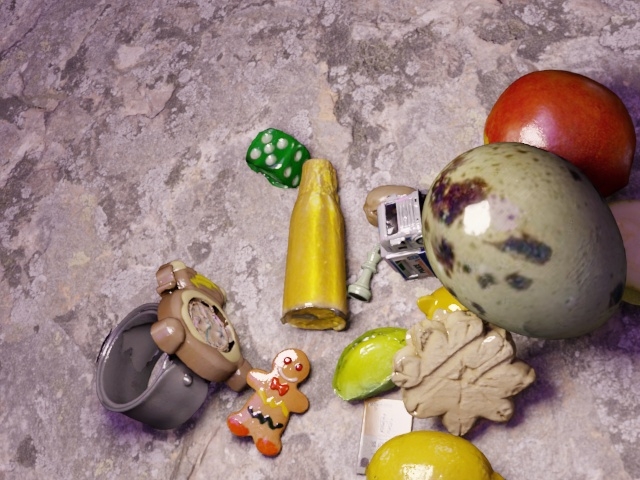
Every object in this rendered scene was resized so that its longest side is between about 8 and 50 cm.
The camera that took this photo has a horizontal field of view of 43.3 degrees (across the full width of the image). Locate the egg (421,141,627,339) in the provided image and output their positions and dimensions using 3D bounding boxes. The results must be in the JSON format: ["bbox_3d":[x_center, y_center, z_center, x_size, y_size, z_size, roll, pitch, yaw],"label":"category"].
[{"bbox_3d":[0.398,0.003,1.568,0.428,0.345,0.345,38,85,5],"label":"egg"}]

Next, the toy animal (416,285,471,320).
[{"bbox_3d":[0.326,0.116,1.784,0.229,0.156,0.156,-40,59,-2],"label":"toy animal"}]

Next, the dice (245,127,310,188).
[{"bbox_3d":[-0.109,-0.215,2.125,0.131,0.128,0.120,25,78,30],"label":"dice"}]

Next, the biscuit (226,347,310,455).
[{"bbox_3d":[-0.110,0.366,1.892,0.165,0.036,0.250,31,82,5],"label":"biscuit"}]

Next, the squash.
[{"bbox_3d":[0.674,0.018,1.692,0.252,0.049,0.252,-1,52,2],"label":"squash"}]

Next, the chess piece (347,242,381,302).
[{"bbox_3d":[0.116,0.073,1.952,0.059,0.059,0.149,13,67,27],"label":"chess piece"}]

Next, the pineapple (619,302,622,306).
[{"bbox_3d":[0.555,0.073,1.737,0.083,0.103,0.221,-29,53,-28],"label":"pineapple"}]

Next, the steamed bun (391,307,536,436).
[{"bbox_3d":[0.294,0.268,1.696,0.295,0.292,0.137,-8,23,4],"label":"steamed bun"}]

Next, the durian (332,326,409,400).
[{"bbox_3d":[0.133,0.270,1.832,0.250,0.101,0.139,-35,88,5],"label":"durian"}]

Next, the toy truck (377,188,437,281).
[{"bbox_3d":[0.207,-0.004,1.819,0.155,0.268,0.124,-13,63,20],"label":"toy truck"}]

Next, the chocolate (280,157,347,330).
[{"bbox_3d":[0.000,0.000,1.980,0.162,0.162,0.446,-8,60,20],"label":"chocolate"}]

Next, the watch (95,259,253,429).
[{"bbox_3d":[-0.382,0.275,1.974,0.327,0.314,0.335,-36,44,18],"label":"watch"}]

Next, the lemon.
[{"bbox_3d":[0.223,0.498,1.616,0.263,0.236,0.236,-8,63,43],"label":"lemon"}]

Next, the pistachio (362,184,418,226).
[{"bbox_3d":[0.177,-0.084,1.968,0.149,0.113,0.113,-4,66,5],"label":"pistachio"}]

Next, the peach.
[{"bbox_3d":[0.530,-0.217,1.765,0.332,0.308,0.308,34,84,26],"label":"peach"}]

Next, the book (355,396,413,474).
[{"bbox_3d":[0.144,0.438,1.800,0.118,0.012,0.172,0,68,22],"label":"book"}]
